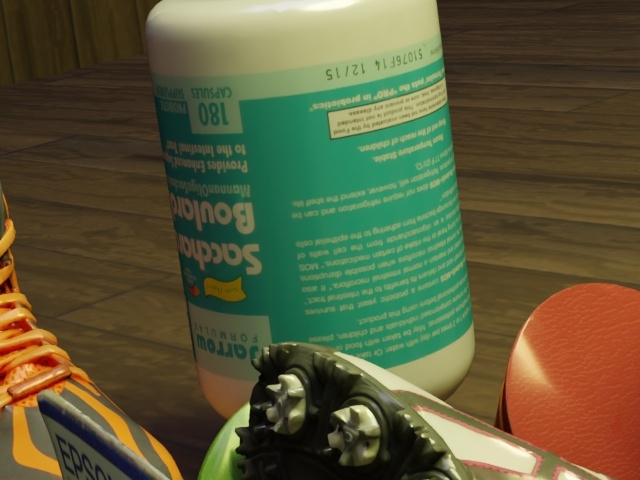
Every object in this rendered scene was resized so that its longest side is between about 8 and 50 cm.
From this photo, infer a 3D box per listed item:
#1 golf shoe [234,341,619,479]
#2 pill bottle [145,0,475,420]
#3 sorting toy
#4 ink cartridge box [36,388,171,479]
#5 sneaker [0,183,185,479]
[{"bbox_3d":[0.078,0.124,0.624,0.120,0.105,0.273,-8,33,-45],"label":"golf shoe"},{"bbox_3d":[0.000,0.000,0.868,0.146,0.264,0.146,-7,13,2],"label":"pill bottle"},{"bbox_3d":[0.010,0.128,0.760,0.366,0.127,0.126,-18,-12,-27],"label":"sorting toy"},{"bbox_3d":[0.015,0.153,0.339,0.045,0.224,0.223,-14,16,-25],"label":"ink cartridge box"},{"bbox_3d":[-0.181,0.060,0.895,0.125,0.180,0.321,-17,17,-33],"label":"sneaker"}]
